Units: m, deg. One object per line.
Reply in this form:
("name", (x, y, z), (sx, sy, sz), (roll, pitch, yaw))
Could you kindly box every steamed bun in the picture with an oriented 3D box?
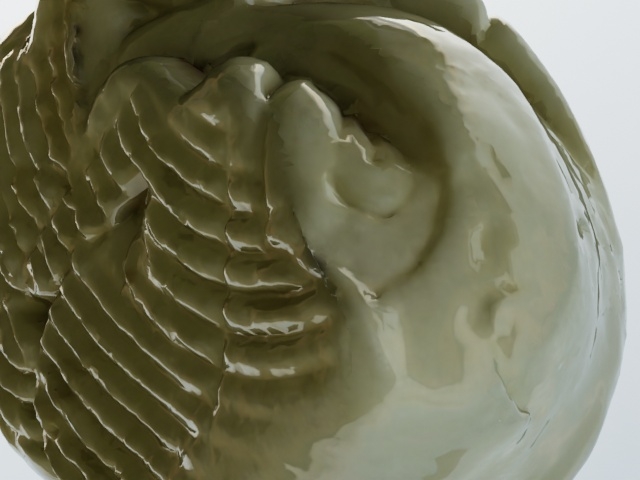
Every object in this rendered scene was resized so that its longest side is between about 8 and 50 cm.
("steamed bun", (0.001, 0.003, 0.750), (0.289, 0.203, 0.276), (-27, -109, 51))
